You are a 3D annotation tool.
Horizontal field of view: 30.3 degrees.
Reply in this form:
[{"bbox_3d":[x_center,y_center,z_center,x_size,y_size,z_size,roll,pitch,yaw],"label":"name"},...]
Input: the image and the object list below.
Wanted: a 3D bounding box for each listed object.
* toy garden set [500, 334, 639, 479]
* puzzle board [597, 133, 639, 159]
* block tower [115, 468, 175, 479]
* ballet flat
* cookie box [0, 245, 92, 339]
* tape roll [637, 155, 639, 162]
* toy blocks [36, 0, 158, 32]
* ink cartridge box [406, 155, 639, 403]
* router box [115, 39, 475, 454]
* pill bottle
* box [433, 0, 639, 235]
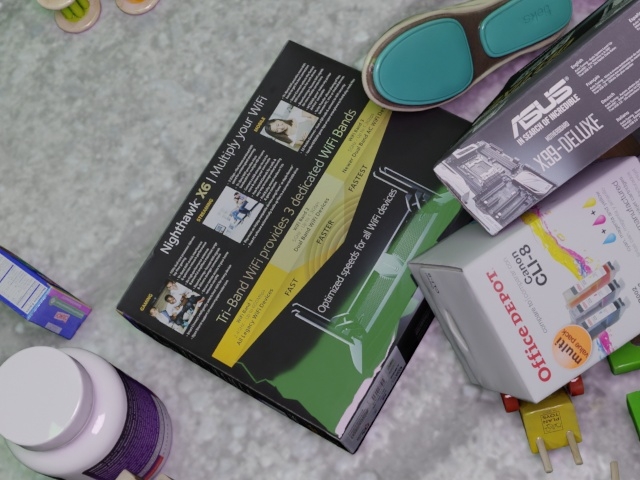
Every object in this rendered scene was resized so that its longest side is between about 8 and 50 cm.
[{"bbox_3d":[0.269,0.181,0.952,0.204,0.049,0.244,-15,54,3],"label":"toy garden set"},{"bbox_3d":[0.252,-0.063,1.090,0.096,0.011,0.128,-32,68,-2],"label":"puzzle board"},{"bbox_3d":[-0.214,0.347,0.995,0.091,0.097,0.335,34,78,20],"label":"block tower"},{"bbox_3d":[0.122,-0.179,1.081,0.248,0.086,0.086,-23,64,-28],"label":"ballet flat"},{"bbox_3d":[-0.282,0.043,1.118,0.107,0.092,0.040,33,83,19],"label":"cookie box"},{"bbox_3d":[0.390,-0.038,0.907,0.169,0.246,0.246,-30,66,-20],"label":"tape roll"},{"bbox_3d":[-0.240,-0.277,1.194,0.123,0.148,0.054,-15,68,5],"label":"toy blocks"},{"bbox_3d":[0.188,0.030,0.968,0.176,0.127,0.128,-32,99,-12],"label":"ink cartridge box"},{"bbox_3d":[0.000,0.000,1.080,0.243,0.081,0.308,28,78,19],"label":"router box"},{"bbox_3d":[-0.204,0.152,1.007,0.108,0.193,0.108,-4,70,10],"label":"pill bottle"},{"bbox_3d":[0.250,-0.155,0.919,0.076,0.242,0.307,49,125,-3],"label":"box"}]
